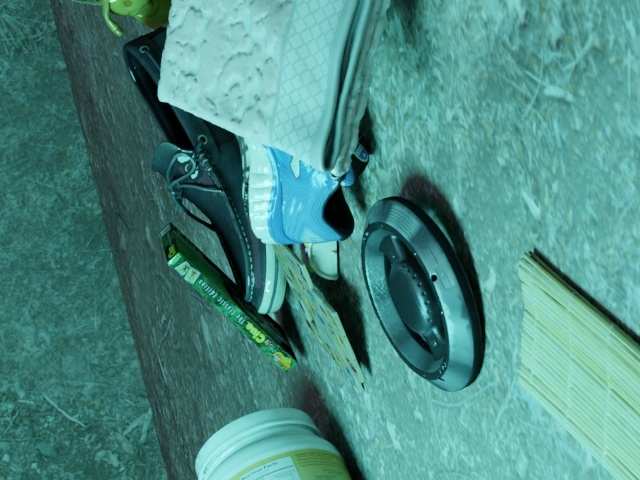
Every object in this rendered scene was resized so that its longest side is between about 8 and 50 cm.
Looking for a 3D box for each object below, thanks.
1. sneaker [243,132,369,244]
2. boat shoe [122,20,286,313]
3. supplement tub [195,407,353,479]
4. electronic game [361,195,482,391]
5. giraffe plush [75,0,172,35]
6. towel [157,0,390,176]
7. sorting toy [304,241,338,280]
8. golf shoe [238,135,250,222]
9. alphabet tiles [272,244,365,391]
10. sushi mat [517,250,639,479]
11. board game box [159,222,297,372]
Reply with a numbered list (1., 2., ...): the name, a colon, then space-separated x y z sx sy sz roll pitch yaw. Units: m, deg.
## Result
1. sneaker: -0.012 -0.135 1.741 0.130 0.147 0.330 -62 -28 -46
2. boat shoe: -0.176 -0.112 2.243 0.187 0.156 0.500 125 127 -67
3. supplement tub: -0.040 0.420 2.092 0.228 0.228 0.316 95 155 -47
4. electronic game: 0.111 0.060 1.629 0.229 0.048 0.229 52 154 38
5. giraffe plush: -0.273 -0.438 2.314 0.170 0.210 0.181 -45 74 40
6. towel: -0.051 -0.267 1.562 0.317 0.053 0.331 28 112 43
7. sorting toy: 0.000 0.000 1.975 0.075 0.045 0.083 -94 2 -57
8. golf shoe: -0.078 -0.113 2.087 0.094 0.077 0.198 -114 23 -65
9. alphabet tiles: -0.004 0.097 2.011 0.237 0.009 0.198 45 161 59
10. sushi mat: 0.252 0.137 1.288 0.316 0.019 0.151 -132 32 -58
11. board game box: -0.140 0.086 2.220 0.260 0.030 0.136 45 -172 -22
